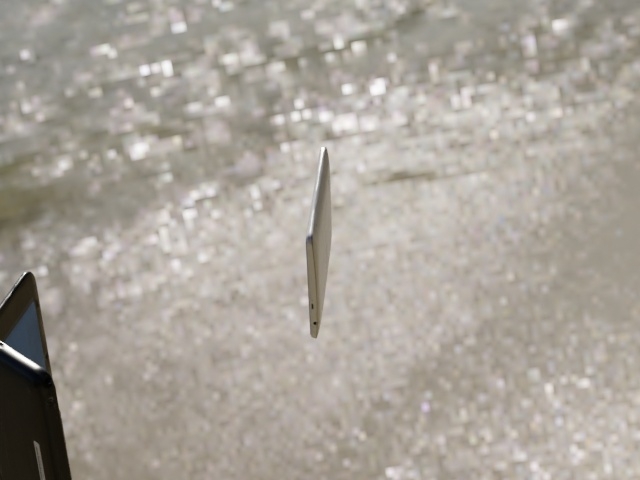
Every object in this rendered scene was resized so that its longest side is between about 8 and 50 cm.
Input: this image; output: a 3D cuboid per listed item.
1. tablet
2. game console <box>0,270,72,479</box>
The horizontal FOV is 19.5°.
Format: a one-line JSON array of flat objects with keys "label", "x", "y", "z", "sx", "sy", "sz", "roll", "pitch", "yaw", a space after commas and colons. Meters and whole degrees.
[{"label": "tablet", "x": 0.000, "y": 0.000, "z": 0.843, "sx": 0.006, "sy": 0.054, "sz": 0.083, "roll": 1, "pitch": 33, "yaw": 5}, {"label": "game console", "x": -0.154, "y": 0.096, "z": 1.060, "sx": 0.071, "sy": 0.122, "sz": 0.107, "roll": -28, "pitch": 36, "yaw": -34}]
